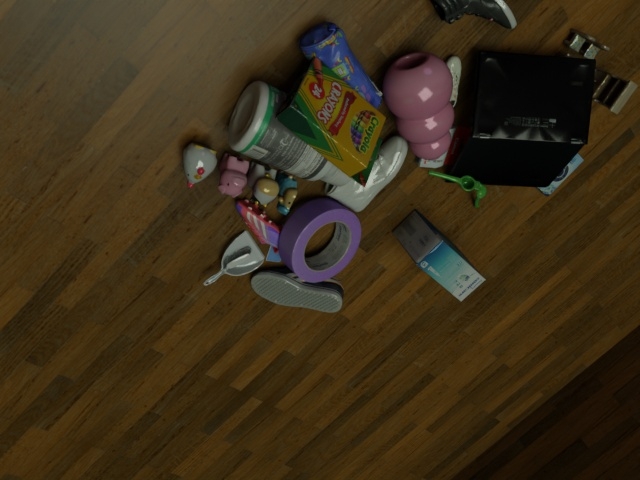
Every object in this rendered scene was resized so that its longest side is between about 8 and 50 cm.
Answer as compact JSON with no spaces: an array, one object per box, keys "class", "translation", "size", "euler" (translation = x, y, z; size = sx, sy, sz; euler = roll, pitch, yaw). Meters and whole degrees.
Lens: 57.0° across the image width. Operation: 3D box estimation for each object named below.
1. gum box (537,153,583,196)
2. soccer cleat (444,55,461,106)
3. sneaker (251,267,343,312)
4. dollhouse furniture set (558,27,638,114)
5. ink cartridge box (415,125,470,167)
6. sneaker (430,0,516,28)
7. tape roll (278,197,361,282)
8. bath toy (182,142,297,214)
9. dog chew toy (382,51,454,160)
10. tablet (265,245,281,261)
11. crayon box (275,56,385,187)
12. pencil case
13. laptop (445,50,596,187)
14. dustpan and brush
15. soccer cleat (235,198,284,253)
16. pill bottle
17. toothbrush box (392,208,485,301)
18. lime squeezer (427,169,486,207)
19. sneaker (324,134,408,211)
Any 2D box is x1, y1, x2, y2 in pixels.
[{"class":"gum box","translation":[0.848,-0.272,2.157],"size":[0.157,0.041,0.184],"euler":[31,107,-34]},{"class":"soccer cleat","translation":[0.402,-0.469,1.830],"size":[0.068,0.076,0.196],"euler":[-1,122,-21]},{"class":"sneaker","translation":[-0.076,0.156,2.052],"size":[0.321,0.127,0.126],"euler":[15,127,-1]},{"class":"dollhouse furniture set","translation":[0.874,-0.526,1.918],"size":[0.242,0.161,0.212],"euler":[15,116,-29]},{"class":"ink cartridge box","translation":[0.418,-0.310,1.965],"size":[0.179,0.045,0.145],"euler":[3,122,-20]},{"class":"sneaker","translation":[0.428,-0.667,1.696],"size":[0.295,0.104,0.147],"euler":[30,110,-27]},{"class":"tape roll","translation":[0.000,0.000,1.940],"size":[0.274,0.090,0.275],"euler":[-22,132,-27]},{"class":"bath toy","translation":[-0.242,-0.178,1.731],"size":[0.348,0.151,0.129],"euler":[16,100,-27]},{"class":"dog chew toy","translation":[0.308,-0.386,1.766],"size":[0.206,0.207,0.332],"euler":[-26,127,-3]},{"class":"tablet","translation":[-0.150,0.036,2.004],"size":[0.054,0.006,0.083],"euler":[7,120,-25]},{"class":"crayon box","translation":[0.053,-0.318,1.603],"size":[0.318,0.202,0.081],"euler":[35,145,-22]},{"class":"pencil case","translation":[0.066,-0.471,1.671],"size":[0.133,0.119,0.306],"euler":[-24,131,21]},{"class":"laptop","translation":[0.640,-0.379,1.929],"size":[0.381,0.236,0.408],"euler":[2,98,-7]},{"class":"dustpan and brush","translation":[-0.296,0.079,1.942],"size":[0.211,0.060,0.147],"euler":[-30,128,0]},{"class":"soccer cleat","translation":[-0.190,-0.041,1.892],"size":[0.095,0.083,0.248],"euler":[-45,129,12]},{"class":"pill bottle","translation":[-0.064,-0.293,1.691],"size":[0.361,0.204,0.204],"euler":[19,114,-31]},{"class":"toothbrush box","translation":[0.422,0.054,2.104],"size":[0.126,0.216,0.295],"euler":[-44,126,11]},{"class":"lime squeezer","translation":[0.502,-0.187,2.030],"size":[0.310,0.110,0.059],"euler":[25,85,-40]},{"class":"sneaker","translation":[0.137,-0.233,1.870],"size":[0.169,0.108,0.292],"euler":[23,113,-35]}]
